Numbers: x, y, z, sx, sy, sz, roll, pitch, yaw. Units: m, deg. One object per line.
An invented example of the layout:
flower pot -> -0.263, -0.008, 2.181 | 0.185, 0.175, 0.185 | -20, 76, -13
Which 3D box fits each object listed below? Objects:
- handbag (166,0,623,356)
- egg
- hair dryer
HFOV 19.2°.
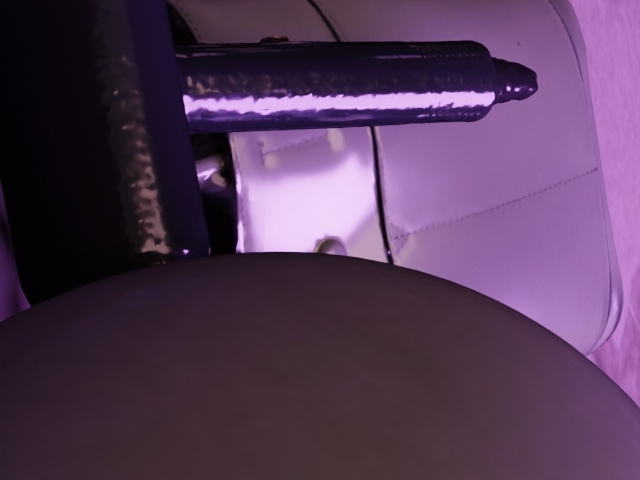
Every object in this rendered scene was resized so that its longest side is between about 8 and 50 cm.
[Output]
handbag -> 0.000, 0.000, 0.816 | 0.315, 0.109, 0.241 | -20, 103, -44
egg -> -0.010, 0.139, 0.561 | 0.336, 0.278, 0.278 | -21, 104, -52
hair dryer -> -0.006, -0.043, 0.708 | 0.255, 0.070, 0.128 | -3, 79, -36
